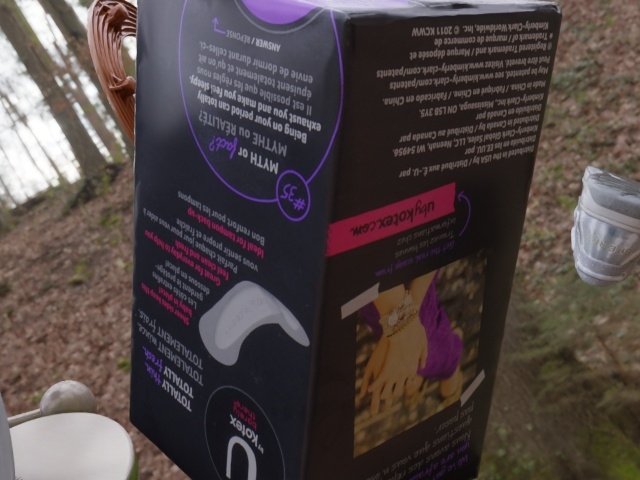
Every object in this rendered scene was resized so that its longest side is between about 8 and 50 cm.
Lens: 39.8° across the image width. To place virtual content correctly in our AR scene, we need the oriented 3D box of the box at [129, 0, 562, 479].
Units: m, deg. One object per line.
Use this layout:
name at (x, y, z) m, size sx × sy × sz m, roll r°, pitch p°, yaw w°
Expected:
box at (0.000, 0.000, 0.468) m, size 0.143 × 0.165 × 0.270 m, roll -13°, pitch -61°, yaw -39°

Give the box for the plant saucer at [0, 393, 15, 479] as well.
plant saucer at (-0.366, 0.152, 0.494) m, size 0.100 × 0.400 × 0.400 m, roll -17°, pitch -1°, yaw 32°

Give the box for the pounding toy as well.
pounding toy at (-0.238, 0.235, 0.752) m, size 0.183 × 0.110 × 0.237 m, roll -24°, pitch 28°, yaw -19°

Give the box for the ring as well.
ring at (-0.192, -0.182, 1.187) m, size 0.032 × 0.336 × 0.336 m, roll -26°, pitch -9°, yaw 16°

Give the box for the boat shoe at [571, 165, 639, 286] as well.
boat shoe at (0.344, -0.019, 1.019) m, size 0.320 × 0.118 × 0.103 m, roll -20°, pitch -50°, yaw -69°
